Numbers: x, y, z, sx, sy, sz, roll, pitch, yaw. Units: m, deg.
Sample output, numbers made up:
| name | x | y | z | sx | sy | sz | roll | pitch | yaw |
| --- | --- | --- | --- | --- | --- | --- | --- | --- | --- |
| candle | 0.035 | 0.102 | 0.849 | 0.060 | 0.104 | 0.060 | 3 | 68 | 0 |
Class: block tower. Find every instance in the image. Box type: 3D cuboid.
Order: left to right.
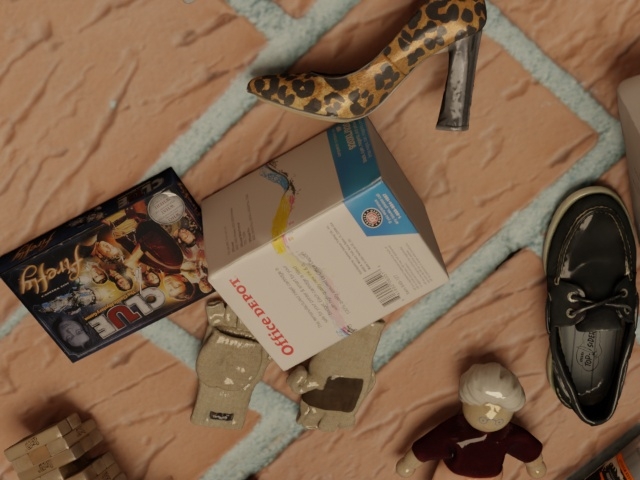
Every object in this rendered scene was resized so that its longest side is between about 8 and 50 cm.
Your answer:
| name | x | y | z | sx | sy | sz | roll | pitch | yaw |
| --- | --- | --- | --- | --- | --- | --- | --- | --- | --- |
| block tower | -0.275 | 0.389 | 1.896 | 0.097 | 0.091 | 0.335 | -27 | 92 | 19 |

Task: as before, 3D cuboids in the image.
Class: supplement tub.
| name | x | y | z | sx | sy | sz | roll | pitch | yaw |
| --- | --- | --- | --- | --- | --- | --- | --- | --- | --- |
| supplement tub | 0.425 | 0.369 | 2.067 | 0.117 | 0.117 | 0.190 | 36 | 112 | -27 |

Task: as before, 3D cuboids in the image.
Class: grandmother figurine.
| name | x | y | z | sx | sy | sz | roll | pitch | yaw |
| --- | --- | --- | --- | --- | --- | --- | --- | --- | --- |
| grandmother figurine | 0.213 | 0.305 | 2.006 | 0.207 | 0.104 | 0.342 | -4 | 127 | -16 |

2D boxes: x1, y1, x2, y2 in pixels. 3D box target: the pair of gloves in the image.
| name | x | y | z | sx | sy | sz | roll | pitch | yaw |
| --- | --- | --- | --- | --- | --- | --- | --- | --- | --- |
| pair of gloves | -0.044 | 0.165 | 1.904 | 0.240 | 0.042 | 0.204 | 3 | 127 | -8 |

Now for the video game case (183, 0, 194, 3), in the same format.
| name | x | y | z | sx | sy | sz | roll | pitch | yaw |
| --- | --- | --- | --- | --- | --- | --- | --- | --- | --- |
| video game case | -0.109 | -0.443 | 1.485 | 0.300 | 0.036 | 0.329 | -31 | 122 | 12 |

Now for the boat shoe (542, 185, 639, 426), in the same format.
| name | x | y | z | sx | sy | sz | roll | pitch | yaw |
| --- | --- | --- | --- | --- | --- | --- | --- | --- | --- |
| boat shoe | 0.349 | 0.096 | 1.873 | 0.127 | 0.113 | 0.340 | -1 | 124 | -7 |

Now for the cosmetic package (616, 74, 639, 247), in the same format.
| name | x | y | z | sx | sy | sz | roll | pitch | yaw |
| --- | --- | --- | --- | --- | --- | --- | --- | --- | --- |
| cosmetic package | 0.585 | -0.029 | 1.660 | 0.393 | 0.329 | 0.327 | -19 | 138 | 3 |

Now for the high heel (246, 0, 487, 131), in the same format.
| name | x | y | z | sx | sy | sz | roll | pitch | yaw |
| --- | --- | --- | --- | --- | --- | --- | --- | --- | --- |
| high heel | 0.052 | -0.227 | 1.646 | 0.261 | 0.093 | 0.186 | 5 | 105 | -2 |

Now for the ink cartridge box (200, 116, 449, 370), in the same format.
| name | x | y | z | sx | sy | sz | roll | pitch | yaw |
| --- | --- | --- | --- | --- | --- | --- | --- | --- | --- |
| ink cartridge box | 0.000 | 0.000 | 1.721 | 0.232 | 0.168 | 0.171 | -29 | 123 | 11 |

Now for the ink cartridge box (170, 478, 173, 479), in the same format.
| name | x | y | z | sx | sy | sz | roll | pitch | yaw |
| --- | --- | --- | --- | --- | --- | --- | --- | --- | --- |
| ink cartridge box | -0.203 | 0.438 | 2.019 | 0.067 | 0.115 | 0.198 | -15 | 124 | 2 |

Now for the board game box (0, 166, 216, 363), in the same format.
| name | x | y | z | sx | sy | sz | roll | pitch | yaw |
| --- | --- | --- | --- | --- | --- | --- | --- | --- | --- |
| board game box | -0.243 | 0.034 | 1.783 | 0.243 | 0.042 | 0.165 | -27 | 124 | 10 |
